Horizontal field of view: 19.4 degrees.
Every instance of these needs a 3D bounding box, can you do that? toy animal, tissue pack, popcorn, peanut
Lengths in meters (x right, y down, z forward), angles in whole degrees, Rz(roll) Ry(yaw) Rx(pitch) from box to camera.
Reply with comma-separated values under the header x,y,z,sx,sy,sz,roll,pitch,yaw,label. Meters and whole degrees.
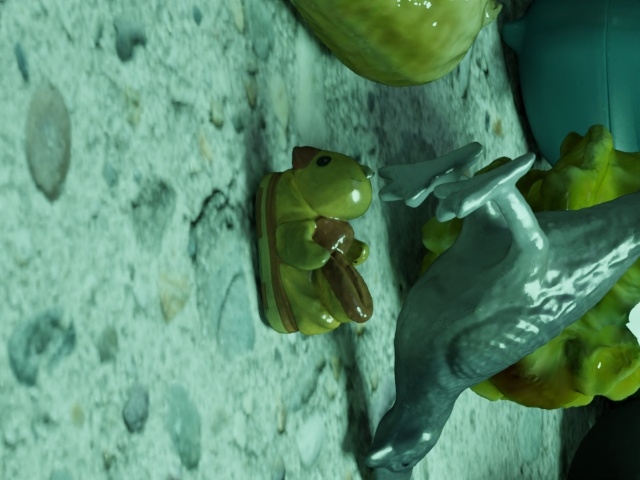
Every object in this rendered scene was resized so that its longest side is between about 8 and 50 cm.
x,y,z,sx,sy,sz,roll,pitch,yaw,label
0.122,0.011,1.166,0.206,0.367,0.081,45,5,-40,toy animal
0.282,-0.165,1.624,0.287,0.206,0.198,-51,138,-55,tissue pack
0.172,0.019,1.319,0.189,0.218,0.169,56,7,-19,popcorn
0.040,-0.178,1.189,0.224,0.129,0.129,35,52,-56,peanut

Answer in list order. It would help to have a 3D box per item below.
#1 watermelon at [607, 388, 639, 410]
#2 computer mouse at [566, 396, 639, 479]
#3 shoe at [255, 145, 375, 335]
x,y,z,sx,sy,sz,roll,pitch,yaw,label
0.398,0.111,1.679,0.285,0.285,0.285,28,58,-60,watermelon
0.281,0.266,1.542,0.088,0.147,0.264,-61,143,-84,computer mouse
0.001,0.003,1.126,0.072,0.069,0.109,46,48,-60,shoe
